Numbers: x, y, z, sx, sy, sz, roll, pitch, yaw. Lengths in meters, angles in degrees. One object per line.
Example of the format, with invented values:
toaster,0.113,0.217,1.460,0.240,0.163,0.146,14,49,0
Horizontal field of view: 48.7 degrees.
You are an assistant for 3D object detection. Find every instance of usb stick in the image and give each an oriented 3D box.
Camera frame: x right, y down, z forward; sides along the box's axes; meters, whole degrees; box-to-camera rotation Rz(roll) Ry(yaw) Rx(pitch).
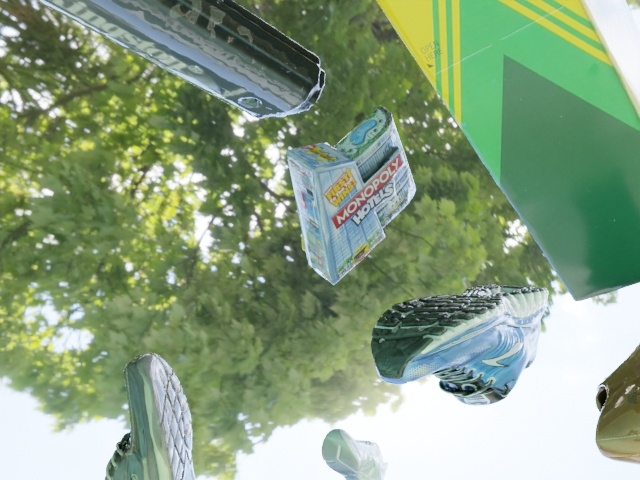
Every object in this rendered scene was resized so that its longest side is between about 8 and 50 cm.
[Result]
usb stick,-0.115,-0.140,0.396,0.077,0.278,0.045,-12,-116,45

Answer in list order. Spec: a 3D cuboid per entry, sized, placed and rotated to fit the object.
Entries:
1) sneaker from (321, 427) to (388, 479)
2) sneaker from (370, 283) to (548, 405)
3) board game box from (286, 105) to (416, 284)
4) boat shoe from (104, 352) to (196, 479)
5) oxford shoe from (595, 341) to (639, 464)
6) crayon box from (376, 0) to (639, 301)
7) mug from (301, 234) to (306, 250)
sneaker,0.047,0.284,0.931,0.053,0.152,0.061,1,-134,32
sneaker,0.187,0.140,0.867,0.130,0.330,0.147,-1,-88,44
board game box,0.040,-0.071,0.914,0.194,0.194,0.060,-43,-128,-12
boat shoe,-0.267,0.353,1.085,0.130,0.132,0.355,-9,-87,6
oxford shoe,0.233,0.095,0.495,0.076,0.212,0.076,-25,-97,32
crayon box,0.165,-0.192,0.553,0.106,0.313,0.363,-24,-148,31
mug,0.004,0.000,1.092,0.062,0.078,0.064,2,-91,-4
